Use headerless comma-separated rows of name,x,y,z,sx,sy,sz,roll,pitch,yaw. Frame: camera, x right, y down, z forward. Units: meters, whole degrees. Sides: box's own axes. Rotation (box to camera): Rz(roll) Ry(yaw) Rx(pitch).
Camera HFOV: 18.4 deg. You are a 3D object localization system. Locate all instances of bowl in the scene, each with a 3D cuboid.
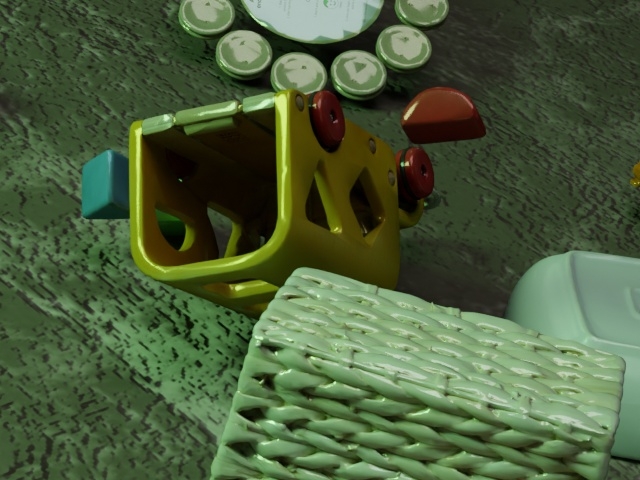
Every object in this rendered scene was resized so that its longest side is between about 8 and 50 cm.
bowl,0.168,0.055,1.015,0.142,0.053,0.142,9,30,-5

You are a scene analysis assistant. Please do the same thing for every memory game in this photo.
memory game,-0.006,-0.164,1.297,0.186,0.012,0.186,5,56,-7

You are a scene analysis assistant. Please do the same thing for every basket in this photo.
basket,0.043,0.088,0.833,0.167,0.103,0.113,16,18,6

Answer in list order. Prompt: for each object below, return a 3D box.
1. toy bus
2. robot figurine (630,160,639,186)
toy bus,-0.010,-0.002,0.987,0.202,0.191,0.104,3,73,-15
robot figurine,0.350,-0.023,1.193,0.291,0.085,0.211,-2,33,-25
